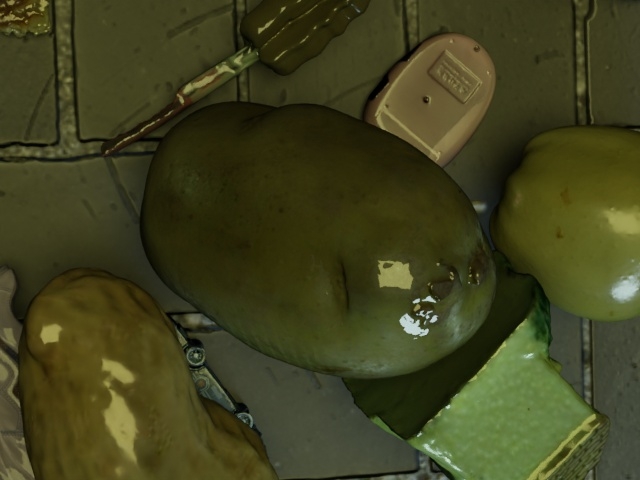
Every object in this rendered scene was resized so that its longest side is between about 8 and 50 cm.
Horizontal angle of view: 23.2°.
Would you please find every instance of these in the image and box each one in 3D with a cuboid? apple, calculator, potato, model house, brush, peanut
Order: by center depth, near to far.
[{"bbox_3d":[-0.138,0.197,1.340,0.192,0.169,0.387,-42,114,-36],"label":"peanut"},{"bbox_3d":[0.000,0.000,1.351,0.326,0.243,0.221,20,83,20],"label":"potato"},{"bbox_3d":[0.161,0.144,1.432,0.195,0.214,0.189,-45,110,-6],"label":"model house"},{"bbox_3d":[-0.076,-0.162,1.434,0.301,0.084,0.071,-35,95,-1],"label":"brush"},{"bbox_3d":[0.260,-0.019,1.445,0.200,0.200,0.200,-1,93,-10],"label":"apple"},{"bbox_3d":[0.101,-0.124,1.488,0.103,0.024,0.166,39,85,-10],"label":"calculator"}]

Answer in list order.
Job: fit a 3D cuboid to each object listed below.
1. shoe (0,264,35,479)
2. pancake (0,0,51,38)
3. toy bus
[{"bbox_3d":[-0.270,0.143,1.399,0.137,0.095,0.245,-39,92,-4],"label":"shoe"},{"bbox_3d":[-0.330,-0.285,1.398,0.266,0.057,0.244,-26,106,-4],"label":"pancake"},{"bbox_3d":[-0.113,0.149,1.452,0.065,0.047,0.166,-36,99,-3],"label":"toy bus"}]
